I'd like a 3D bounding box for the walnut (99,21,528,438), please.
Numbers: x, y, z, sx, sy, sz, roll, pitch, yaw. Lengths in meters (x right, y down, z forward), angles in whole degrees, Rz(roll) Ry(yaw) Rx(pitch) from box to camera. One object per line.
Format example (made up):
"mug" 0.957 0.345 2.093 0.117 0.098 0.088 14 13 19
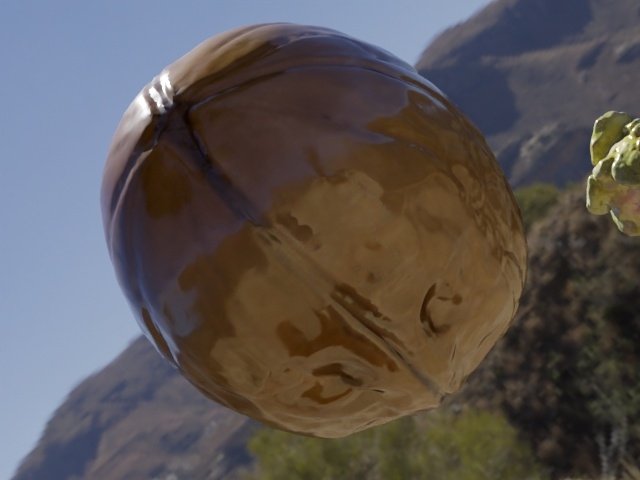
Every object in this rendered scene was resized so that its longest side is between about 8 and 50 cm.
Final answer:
"walnut" 0.000 0.000 0.524 0.167 0.167 0.207 -43 -46 4

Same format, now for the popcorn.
"popcorn" 0.258 -0.053 0.911 0.097 0.109 0.089 42 -124 -60
